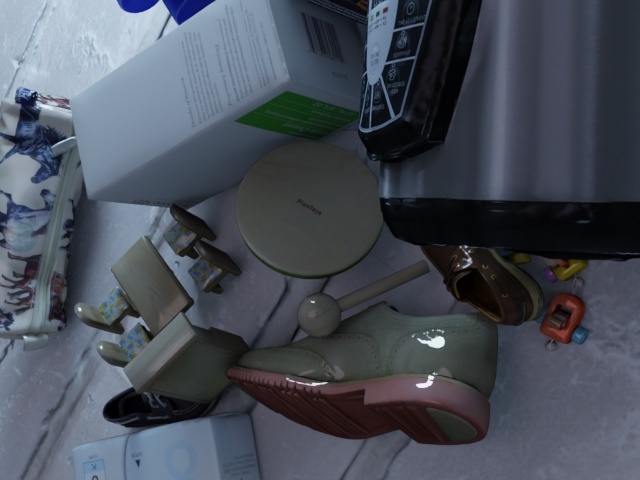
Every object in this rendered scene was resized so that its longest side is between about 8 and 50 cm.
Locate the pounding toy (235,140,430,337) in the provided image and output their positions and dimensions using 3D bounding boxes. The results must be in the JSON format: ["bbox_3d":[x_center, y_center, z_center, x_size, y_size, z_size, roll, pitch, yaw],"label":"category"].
[{"bbox_3d":[0.000,0.000,1.092,0.183,0.110,0.237,-28,70,-13],"label":"pounding toy"}]

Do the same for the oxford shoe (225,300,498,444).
[{"bbox_3d":[0.048,0.155,1.069,0.396,0.140,0.147,-3,54,41],"label":"oxford shoe"}]

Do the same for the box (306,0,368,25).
[{"bbox_3d":[0.041,-0.413,1.045,0.142,0.163,0.247,-25,66,41],"label":"box"}]

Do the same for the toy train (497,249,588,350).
[{"bbox_3d":[0.231,0.040,0.968,0.166,0.046,0.125,34,105,34],"label":"toy train"}]

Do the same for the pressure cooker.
[{"bbox_3d":[0.232,-0.199,0.780,0.369,0.375,0.421,4,94,26],"label":"pressure cooker"}]

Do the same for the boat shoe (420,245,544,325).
[{"bbox_3d":[0.167,0.035,0.971,0.178,0.060,0.064,41,137,42],"label":"boat shoe"}]

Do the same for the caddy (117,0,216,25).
[{"bbox_3d":[-0.170,-0.453,1.199,0.341,0.241,0.179,-33,73,29],"label":"caddy"}]

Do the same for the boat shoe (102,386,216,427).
[{"bbox_3d":[-0.240,0.240,1.290,0.206,0.065,0.075,-20,74,34],"label":"boat shoe"}]

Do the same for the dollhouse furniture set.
[{"bbox_3d":[-0.223,0.094,1.200,0.212,0.161,0.242,-44,61,8],"label":"dollhouse furniture set"}]

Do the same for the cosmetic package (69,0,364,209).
[{"bbox_3d":[-0.133,-0.177,1.142,0.365,0.197,0.155,-25,73,35],"label":"cosmetic package"}]

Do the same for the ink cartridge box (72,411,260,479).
[{"bbox_3d":[-0.208,0.458,1.231,0.308,0.091,0.385,-19,73,34],"label":"ink cartridge box"}]

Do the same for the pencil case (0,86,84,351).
[{"bbox_3d":[-0.467,-0.036,1.429,0.183,0.159,0.411,14,94,52],"label":"pencil case"}]

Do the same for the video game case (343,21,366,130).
[{"bbox_3d":[-0.017,-0.258,1.197,0.193,0.023,0.213,7,91,37],"label":"video game case"}]
